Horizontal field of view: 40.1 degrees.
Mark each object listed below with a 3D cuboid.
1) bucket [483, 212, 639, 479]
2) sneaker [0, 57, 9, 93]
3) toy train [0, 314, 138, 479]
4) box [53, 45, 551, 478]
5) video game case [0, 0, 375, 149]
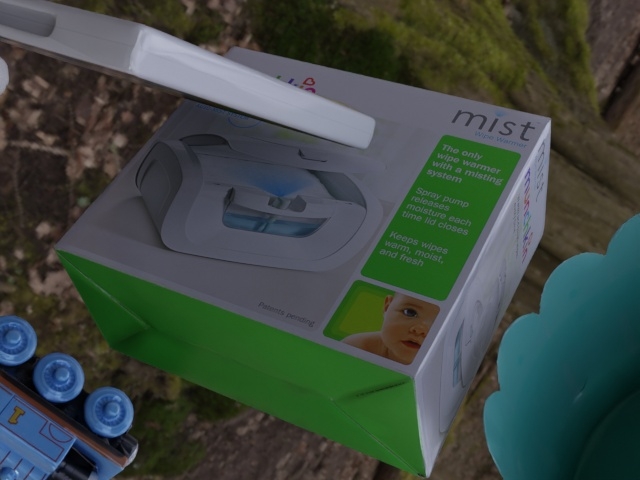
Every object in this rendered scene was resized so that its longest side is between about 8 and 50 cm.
[{"bbox_3d":[0.253,0.132,0.526,0.281,0.281,0.183,-54,138,-19],"label":"bucket"},{"bbox_3d":[-0.297,-0.089,0.624,0.212,0.080,0.094,-35,116,-69],"label":"sneaker"},{"bbox_3d":[-0.235,0.141,0.701,0.080,0.184,0.105,-38,-164,46],"label":"toy train"},{"bbox_3d":[0.000,0.000,0.620,0.231,0.262,0.127,-56,151,-32],"label":"box"},{"bbox_3d":[-0.105,-0.106,0.520,0.227,0.206,0.026,8,101,-60],"label":"video game case"}]
